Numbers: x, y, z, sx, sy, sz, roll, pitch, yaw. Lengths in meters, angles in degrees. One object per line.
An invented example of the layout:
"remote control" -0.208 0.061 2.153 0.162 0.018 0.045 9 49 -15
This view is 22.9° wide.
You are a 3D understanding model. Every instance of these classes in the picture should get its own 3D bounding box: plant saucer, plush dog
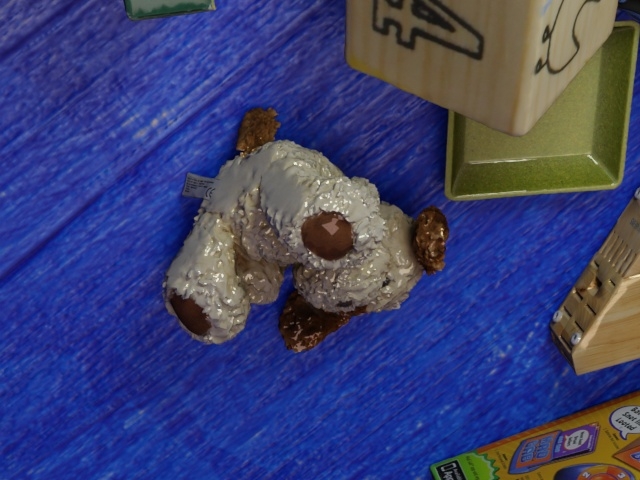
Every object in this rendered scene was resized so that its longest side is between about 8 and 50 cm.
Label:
"plant saucer" 0.215 -0.137 1.589 0.188 0.045 0.188 -4 121 -7
"plush dog" 0.000 0.000 1.571 0.262 0.211 0.225 -31 130 33

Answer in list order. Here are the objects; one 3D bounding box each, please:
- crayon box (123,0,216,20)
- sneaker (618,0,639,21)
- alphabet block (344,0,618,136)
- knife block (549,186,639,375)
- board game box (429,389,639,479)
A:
"crayon box" -0.156 -0.369 1.374 0.081 0.202 0.319 -8 110 -6
"sneaker" 0.269 -0.303 1.494 0.330 0.147 0.130 31 103 -17
"alphabet block" 0.146 -0.244 1.384 0.193 0.192 0.197 27 143 23
"knife block" 0.413 0.056 1.681 0.242 0.088 0.276 28 103 -17
"board game box" 0.362 0.403 1.658 0.356 0.356 0.356 -20 112 -1
